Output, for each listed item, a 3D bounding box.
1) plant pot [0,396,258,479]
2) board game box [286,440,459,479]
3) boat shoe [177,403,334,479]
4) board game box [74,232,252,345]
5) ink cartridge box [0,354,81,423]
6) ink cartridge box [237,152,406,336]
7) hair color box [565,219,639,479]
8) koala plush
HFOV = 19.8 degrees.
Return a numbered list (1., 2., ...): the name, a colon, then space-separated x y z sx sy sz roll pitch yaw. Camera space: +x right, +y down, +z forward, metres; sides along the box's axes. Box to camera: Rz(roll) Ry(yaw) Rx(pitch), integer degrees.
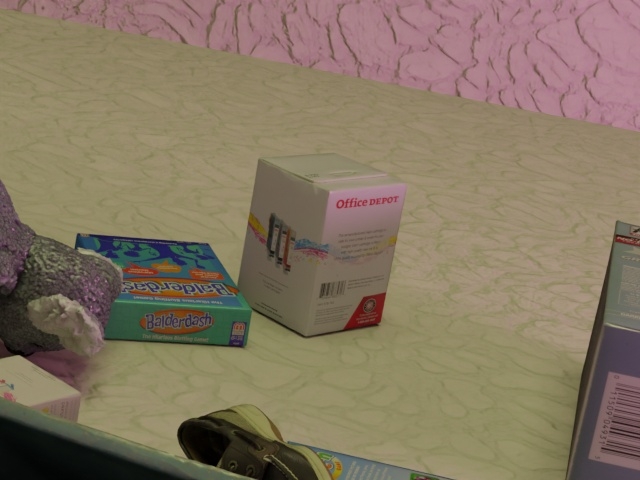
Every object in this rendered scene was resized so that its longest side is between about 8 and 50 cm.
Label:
1. plant pot: -0.128 0.260 1.078 0.247 0.248 0.252 16 -17 15
2. board game box: 0.054 0.242 1.601 0.211 0.039 0.160 13 18 7
3. boat shoe: -0.052 0.193 1.468 0.073 0.080 0.223 -6 18 -23
4. board game box: -0.179 0.053 2.040 0.160 0.047 0.210 4 19 -20
5. ink cartridge box: -0.289 0.165 1.550 0.090 0.092 0.143 25 24 36
6. ink cartridge box: 0.000 0.000 2.095 0.128 0.176 0.127 -6 24 -44
7. hair color box: 0.332 0.123 1.892 0.113 0.185 0.374 12 18 7
8. koala plush: -0.304 0.039 1.817 0.221 0.203 0.196 22 18 -3
